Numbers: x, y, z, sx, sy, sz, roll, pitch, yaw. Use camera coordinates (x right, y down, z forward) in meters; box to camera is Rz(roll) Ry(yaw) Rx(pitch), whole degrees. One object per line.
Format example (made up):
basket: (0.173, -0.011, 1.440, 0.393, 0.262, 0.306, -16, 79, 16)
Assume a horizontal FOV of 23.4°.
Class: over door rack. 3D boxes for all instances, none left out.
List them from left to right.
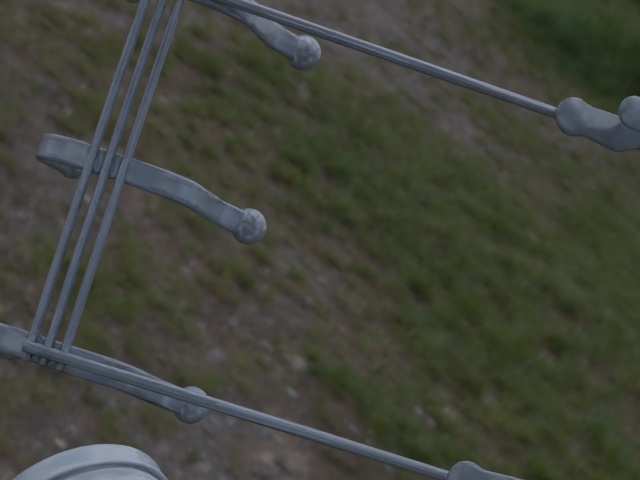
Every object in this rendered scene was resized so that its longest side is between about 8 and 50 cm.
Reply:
over door rack: (0.000, 0.000, 0.861, 0.324, 0.239, 0.108, 17, -6, 2)

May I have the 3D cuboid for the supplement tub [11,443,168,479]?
supplement tub: (-0.154, 0.317, 1.234, 0.191, 0.191, 0.272, 23, 24, -45)
